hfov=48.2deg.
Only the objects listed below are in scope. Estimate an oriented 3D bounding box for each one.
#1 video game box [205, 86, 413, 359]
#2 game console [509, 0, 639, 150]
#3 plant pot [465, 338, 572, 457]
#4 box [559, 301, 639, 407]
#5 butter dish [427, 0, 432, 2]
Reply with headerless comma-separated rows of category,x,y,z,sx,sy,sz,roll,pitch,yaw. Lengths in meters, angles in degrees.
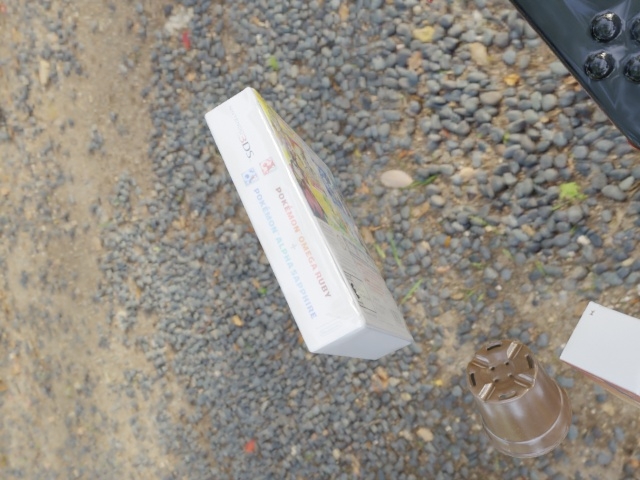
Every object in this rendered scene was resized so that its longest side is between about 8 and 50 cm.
video game box,0.000,0.000,0.563,0.048,0.205,0.187,-26,73,10
game console,0.301,-0.268,0.470,0.342,0.060,0.386,45,123,-9
plant pot,0.341,0.268,1.262,0.167,0.167,0.165,8,146,40
box,0.430,0.170,0.947,0.091,0.170,0.130,-60,29,-3
butter dish,0.082,-0.401,0.950,0.118,0.160,0.160,-12,51,36
